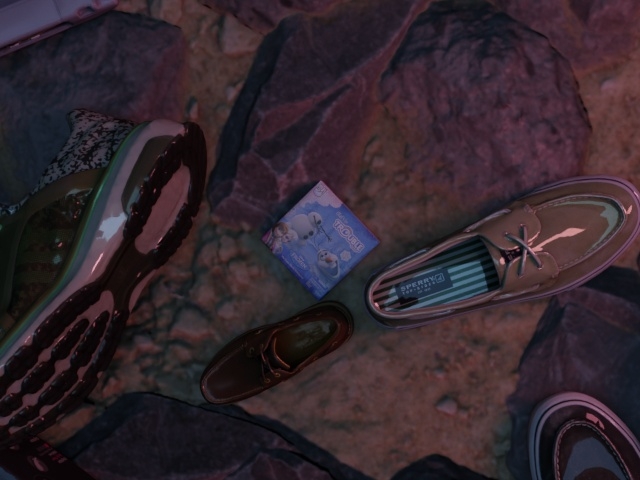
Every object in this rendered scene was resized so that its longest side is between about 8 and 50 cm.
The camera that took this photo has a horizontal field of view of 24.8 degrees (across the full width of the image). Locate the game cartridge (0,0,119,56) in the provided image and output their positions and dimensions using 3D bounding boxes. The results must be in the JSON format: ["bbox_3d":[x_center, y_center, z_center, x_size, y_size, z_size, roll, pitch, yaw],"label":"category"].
[{"bbox_3d":[-0.379,-0.281,1.519,0.294,0.060,0.196,-21,92,2],"label":"game cartridge"}]

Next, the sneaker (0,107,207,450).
[{"bbox_3d":[-0.282,0.031,1.467,0.182,0.158,0.410,24,68,25],"label":"sneaker"}]

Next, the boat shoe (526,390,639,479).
[{"bbox_3d":[0.302,0.310,1.446,0.121,0.119,0.335,-23,90,6],"label":"boat shoe"}]

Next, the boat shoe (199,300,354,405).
[{"bbox_3d":[-0.050,0.117,1.504,0.178,0.060,0.064,-28,89,6],"label":"boat shoe"}]

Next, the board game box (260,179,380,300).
[{"bbox_3d":[0.000,0.000,1.516,0.090,0.020,0.090,-44,87,4],"label":"board game box"}]

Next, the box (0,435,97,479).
[{"bbox_3d":[-0.388,0.254,1.502,0.270,0.143,0.165,35,96,3],"label":"box"}]

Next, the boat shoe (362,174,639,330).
[{"bbox_3d":[0.185,0.022,1.460,0.302,0.094,0.109,-24,89,6],"label":"boat shoe"}]
